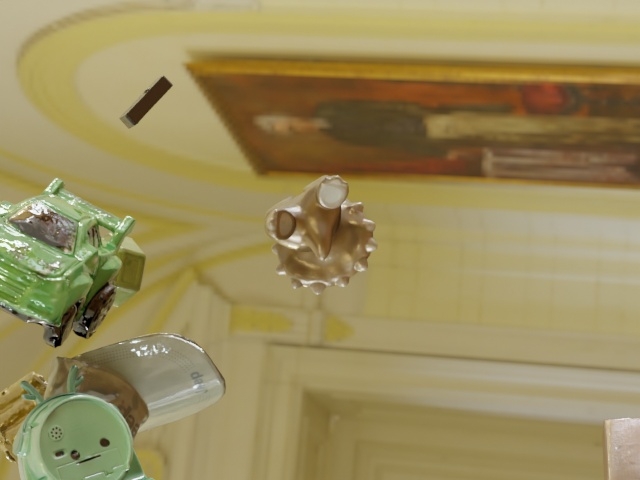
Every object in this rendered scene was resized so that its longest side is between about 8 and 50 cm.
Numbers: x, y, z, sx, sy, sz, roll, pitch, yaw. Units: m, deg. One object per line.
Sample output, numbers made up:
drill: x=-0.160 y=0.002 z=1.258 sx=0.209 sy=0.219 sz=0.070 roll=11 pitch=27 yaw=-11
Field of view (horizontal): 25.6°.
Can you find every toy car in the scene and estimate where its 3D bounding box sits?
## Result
toy car: x=-0.388 y=0.019 z=1.977 sx=0.176 sy=0.213 sz=0.358 roll=-62 pitch=-4 yaw=4

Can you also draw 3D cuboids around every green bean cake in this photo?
green bean cake: x=-0.415 y=0.340 z=2.242 sx=0.131 sy=0.229 sz=0.224 roll=-37 pitch=-39 yaw=-17

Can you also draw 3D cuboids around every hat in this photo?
hat: x=-0.260 y=0.244 z=1.950 sx=0.214 sy=0.244 sz=0.149 roll=62 pitch=-157 yaw=-45

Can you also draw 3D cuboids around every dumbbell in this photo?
dumbbell: x=-0.424 y=0.023 z=2.271 sx=0.302 sy=0.108 sz=0.121 roll=18 pitch=-102 yaw=-39

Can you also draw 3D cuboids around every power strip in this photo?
power strip: x=-0.304 y=-0.242 z=2.456 sx=0.029 sy=0.038 sz=0.111 roll=47 pitch=-117 yaw=-16

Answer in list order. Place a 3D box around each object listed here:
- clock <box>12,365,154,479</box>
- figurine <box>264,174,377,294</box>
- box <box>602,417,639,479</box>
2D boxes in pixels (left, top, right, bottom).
clock: x=-0.318 y=0.267 z=1.826 sx=0.066 sy=0.159 sz=0.211 roll=-36 pitch=75 yaw=55
figurine: x=0.003 y=-0.002 z=2.288 sx=0.173 sy=0.177 sz=0.247 roll=59 pitch=169 yaw=-4
box: x=0.374 y=0.255 z=1.306 sx=0.215 sy=0.215 sz=0.086 roll=-75 pitch=-23 yaw=-60
